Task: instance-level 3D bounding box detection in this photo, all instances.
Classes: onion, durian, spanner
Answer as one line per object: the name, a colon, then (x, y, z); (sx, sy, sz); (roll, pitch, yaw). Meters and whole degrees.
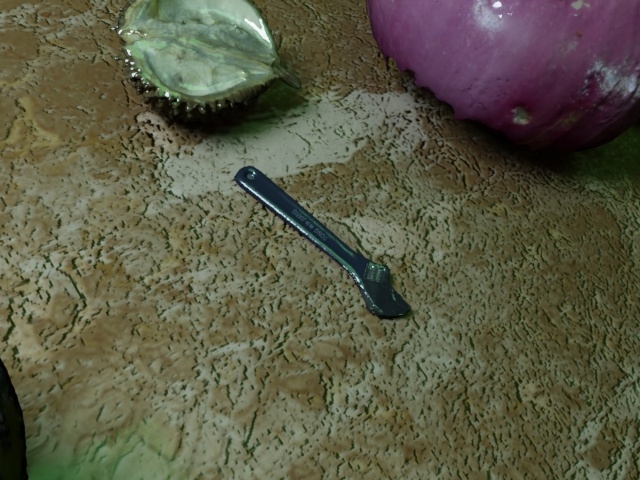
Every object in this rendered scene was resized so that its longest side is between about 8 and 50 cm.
onion: (0.240, -0.275, 0.814); (0.358, 0.345, 0.358); (43, 20, -19)
durian: (-0.110, -0.168, 0.728); (0.189, 0.091, 0.148); (9, 66, -20)
spanner: (0.000, 0.000, 0.700); (0.208, 0.012, 0.046); (40, 53, 9)

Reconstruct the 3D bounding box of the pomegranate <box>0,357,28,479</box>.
pomegranate: (-0.238, 0.160, 0.361); (0.340, 0.285, 0.285); (46, 43, -32)
